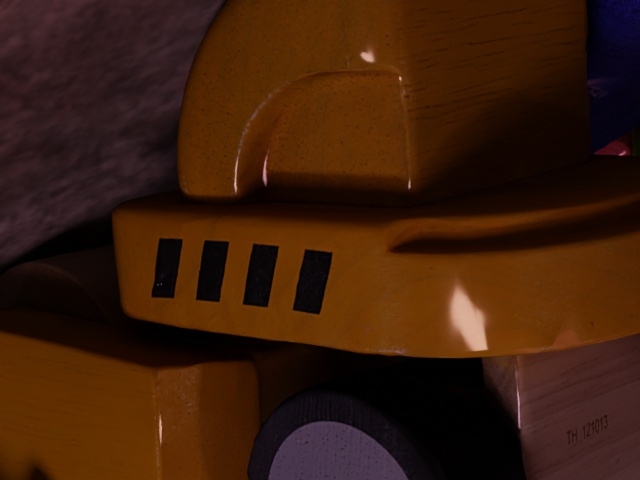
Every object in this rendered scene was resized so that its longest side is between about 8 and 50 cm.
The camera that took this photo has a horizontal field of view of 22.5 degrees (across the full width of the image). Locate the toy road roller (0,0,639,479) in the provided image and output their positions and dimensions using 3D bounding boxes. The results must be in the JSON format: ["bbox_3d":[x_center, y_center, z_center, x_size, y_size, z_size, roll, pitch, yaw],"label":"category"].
[{"bbox_3d":[0.000,0.000,0.659,0.330,0.240,0.202,5,-167,42],"label":"toy road roller"}]

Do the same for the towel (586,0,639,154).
[{"bbox_3d":[0.184,-0.147,0.701,0.228,0.076,0.308,-29,165,-34],"label":"towel"}]

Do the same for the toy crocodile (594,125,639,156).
[{"bbox_3d":[0.183,-0.041,0.932,0.341,0.105,0.115,-31,-151,21],"label":"toy crocodile"}]
